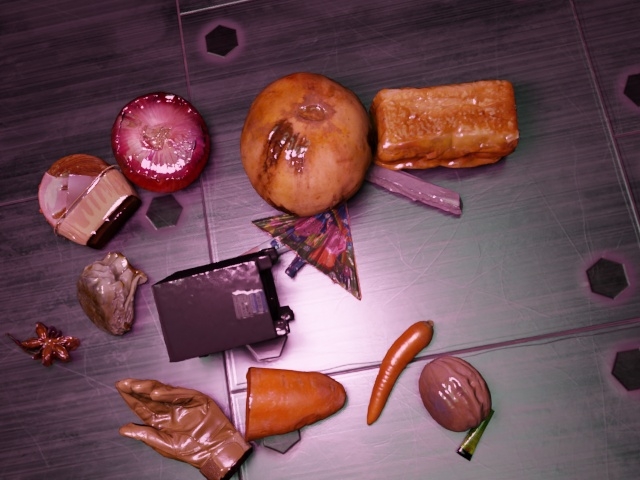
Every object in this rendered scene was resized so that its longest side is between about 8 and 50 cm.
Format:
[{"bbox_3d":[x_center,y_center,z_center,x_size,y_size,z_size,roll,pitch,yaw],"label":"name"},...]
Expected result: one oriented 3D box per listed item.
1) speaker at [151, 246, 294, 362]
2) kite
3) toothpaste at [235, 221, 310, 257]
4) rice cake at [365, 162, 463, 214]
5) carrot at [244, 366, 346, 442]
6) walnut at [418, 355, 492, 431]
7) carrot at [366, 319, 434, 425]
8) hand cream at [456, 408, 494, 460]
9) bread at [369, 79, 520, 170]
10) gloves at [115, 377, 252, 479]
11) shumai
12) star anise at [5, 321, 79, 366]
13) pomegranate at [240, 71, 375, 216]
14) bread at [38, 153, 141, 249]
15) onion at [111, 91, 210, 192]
[{"bbox_3d":[-0.201,0.136,1.376,0.254,0.232,0.184,-14,94,1],"label":"speaker"},{"bbox_3d":[0.000,0.000,1.503,0.321,0.016,0.234,36,73,5],"label":"kite"},{"bbox_3d":[-0.126,0.023,1.510,0.205,0.036,0.056,-26,78,-5],"label":"toothpaste"},{"bbox_3d":[0.216,-0.129,1.503,0.269,0.049,0.055,22,64,10],"label":"rice cake"},{"bbox_3d":[-0.057,0.348,1.385,0.225,0.159,0.159,-3,76,-10],"label":"carrot"},{"bbox_3d":[0.286,0.326,1.349,0.140,0.140,0.162,-29,85,-2],"label":"walnut"},{"bbox_3d":[0.164,0.284,1.412,0.271,0.066,0.062,-52,34,-4],"label":"carrot"},{"bbox_3d":[0.340,0.418,1.377,0.036,0.023,0.122,32,83,0],"label":"hand cream"},{"bbox_3d":[0.284,-0.264,1.477,0.344,0.149,0.195,-3,82,1],"label":"bread"},{"bbox_3d":[-0.308,0.400,1.387,0.331,0.141,0.154,37,109,3],"label":"gloves"},{"bbox_3d":[-0.482,0.123,1.493,0.184,0.184,0.142,44,55,13],"label":"shumai"},{"bbox_3d":[-0.666,0.244,1.497,0.190,0.070,0.097,22,53,12],"label":"star anise"},{"bbox_3d":[-0.029,-0.213,1.427,0.322,0.322,0.322,-1,77,5],"label":"pomegranate"},{"bbox_3d":[-0.565,-0.103,1.526,0.212,0.142,0.224,40,84,9],"label":"bread"},{"bbox_3d":[-0.381,-0.234,1.529,0.248,0.161,0.248,-1,82,5],"label":"onion"}]
